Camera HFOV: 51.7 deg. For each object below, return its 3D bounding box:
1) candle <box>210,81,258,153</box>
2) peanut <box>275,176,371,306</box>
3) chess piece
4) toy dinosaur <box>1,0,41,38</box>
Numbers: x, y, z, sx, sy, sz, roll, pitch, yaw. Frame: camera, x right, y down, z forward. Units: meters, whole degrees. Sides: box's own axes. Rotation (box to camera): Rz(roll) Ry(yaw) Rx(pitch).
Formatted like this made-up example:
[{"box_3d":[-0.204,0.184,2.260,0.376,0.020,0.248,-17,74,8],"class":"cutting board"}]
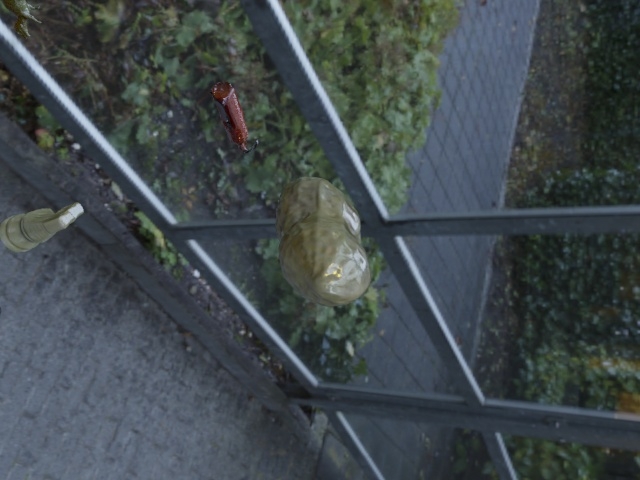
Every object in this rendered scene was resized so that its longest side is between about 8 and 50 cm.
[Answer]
[{"box_3d":[-0.144,-0.205,1.130,0.162,0.048,0.053,74,-1,-58],"class":"candle"},{"box_3d":[0.000,0.000,1.066,0.313,0.149,0.149,-102,174,-63],"class":"peanut"},{"box_3d":[-0.618,-0.034,1.473,0.090,0.200,0.090,32,51,-51],"class":"chess piece"},{"box_3d":[-0.598,-0.474,1.250,0.162,0.126,0.039,30,27,-30],"class":"toy dinosaur"}]
